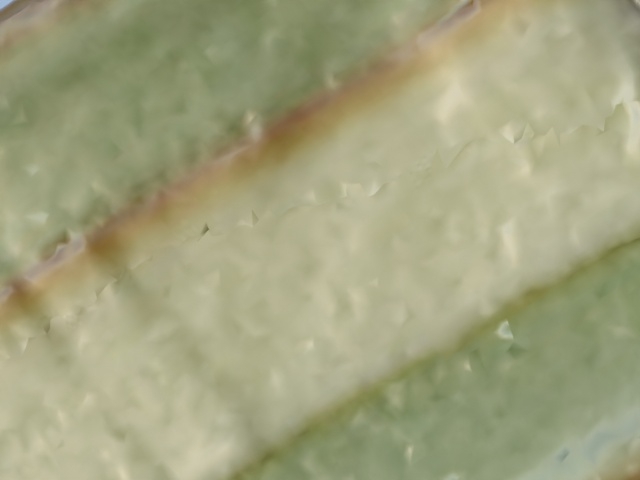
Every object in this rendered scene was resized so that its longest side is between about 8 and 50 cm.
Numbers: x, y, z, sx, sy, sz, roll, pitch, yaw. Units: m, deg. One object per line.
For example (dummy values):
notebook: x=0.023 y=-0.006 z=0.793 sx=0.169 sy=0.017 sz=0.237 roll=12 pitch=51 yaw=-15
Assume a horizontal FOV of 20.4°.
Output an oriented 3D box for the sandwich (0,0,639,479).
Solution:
sandwich: x=0.000 y=0.001 z=0.439 sx=0.155 sy=0.198 sz=0.227 roll=57 pitch=-168 yaw=0
